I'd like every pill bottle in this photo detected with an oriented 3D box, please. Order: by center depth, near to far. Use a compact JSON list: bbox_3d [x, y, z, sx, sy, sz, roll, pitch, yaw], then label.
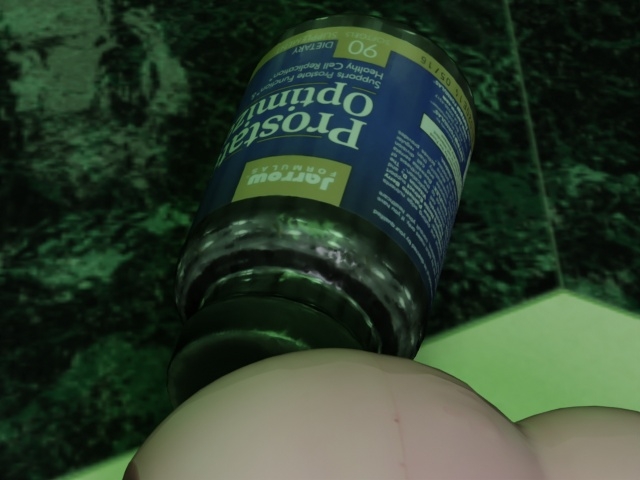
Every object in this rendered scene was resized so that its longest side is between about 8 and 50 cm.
[{"bbox_3d":[0.000,0.000,0.961,0.122,0.123,0.219,12,45,6],"label":"pill bottle"}]

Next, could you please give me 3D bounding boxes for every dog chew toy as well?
[{"bbox_3d":[0.086,0.150,0.772,0.331,0.207,0.207,5,44,-12],"label":"dog chew toy"}]
